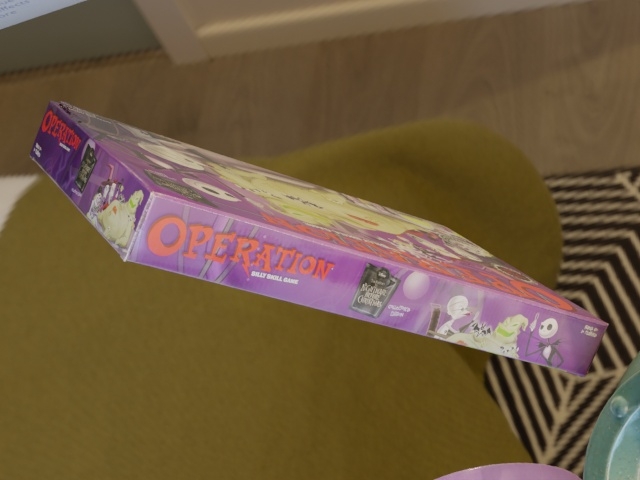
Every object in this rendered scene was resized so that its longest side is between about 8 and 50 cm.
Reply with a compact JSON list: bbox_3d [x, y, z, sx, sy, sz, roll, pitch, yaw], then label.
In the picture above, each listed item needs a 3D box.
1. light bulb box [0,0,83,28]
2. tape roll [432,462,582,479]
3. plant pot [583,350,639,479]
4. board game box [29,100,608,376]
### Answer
[{"bbox_3d":[-0.258,-0.322,0.603,0.225,0.361,0.358,-17,78,9],"label":"light bulb box"},{"bbox_3d":[0.158,0.280,1.113,0.189,0.189,0.080,-17,51,13],"label":"tape roll"},{"bbox_3d":[0.290,0.154,0.767,0.293,0.196,0.293,-5,83,46],"label":"plant pot"},{"bbox_3d":[0.000,0.000,0.814,0.208,0.346,0.056,43,112,54],"label":"board game box"}]
